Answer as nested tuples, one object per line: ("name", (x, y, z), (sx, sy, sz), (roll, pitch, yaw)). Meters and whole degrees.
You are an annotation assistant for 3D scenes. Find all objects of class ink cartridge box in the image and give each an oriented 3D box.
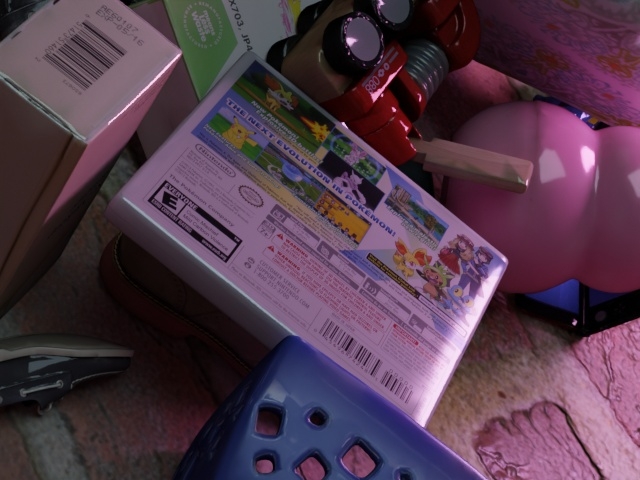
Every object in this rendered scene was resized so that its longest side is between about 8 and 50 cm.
("ink cartridge box", (-0.036, -0.190, 1.823), (0.353, 0.119, 0.207), (-26, 100, -42))

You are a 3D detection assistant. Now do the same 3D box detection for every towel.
("towel", (0.230, -0.258, 1.899), (0.320, 0.374, 0.090), (26, 81, 18))

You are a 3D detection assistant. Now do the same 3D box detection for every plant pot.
("plant pot", (-0.024, 0.259, 1.457), (0.236, 0.236, 0.212), (37, 52, -2))

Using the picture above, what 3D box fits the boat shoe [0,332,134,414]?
("boat shoe", (-0.259, 0.120, 1.549), (0.206, 0.075, 0.065), (-2, 100, -39))

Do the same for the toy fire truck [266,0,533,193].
("toy fire truck", (0.106, -0.160, 1.752), (0.246, 0.158, 0.217), (52, 52, -20))

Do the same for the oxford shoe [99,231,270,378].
("oxford shoe", (-0.034, 0.065, 1.664), (0.348, 0.130, 0.123), (24, 47, -13))

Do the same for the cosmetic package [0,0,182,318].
("cosmetic package", (-0.254, -0.063, 1.507), (0.113, 0.309, 0.160), (38, 46, 1))

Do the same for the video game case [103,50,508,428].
("video game case", (0.000, 0.000, 1.582), (0.329, 0.036, 0.300), (39, 37, -3))

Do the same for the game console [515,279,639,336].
("game console", (0.290, 0.024, 1.932), (0.085, 0.124, 0.144), (43, 39, -34))

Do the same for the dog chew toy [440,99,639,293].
("dog chew toy", (0.295, -0.035, 1.851), (0.332, 0.206, 0.206), (8, 49, 0))

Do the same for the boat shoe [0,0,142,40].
("boat shoe", (-0.200, -0.259, 1.835), (0.306, 0.113, 0.105), (-11, 69, -34))

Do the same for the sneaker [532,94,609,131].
("sneaker", (0.257, -0.120, 2.041), (0.082, 0.069, 0.209), (38, 44, 19))

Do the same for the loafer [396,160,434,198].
("loafer", (0.092, -0.013, 1.840), (0.076, 0.078, 0.223), (24, 47, -14))
